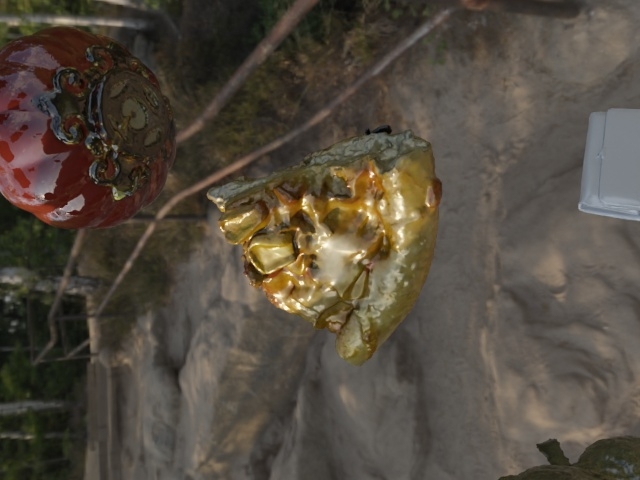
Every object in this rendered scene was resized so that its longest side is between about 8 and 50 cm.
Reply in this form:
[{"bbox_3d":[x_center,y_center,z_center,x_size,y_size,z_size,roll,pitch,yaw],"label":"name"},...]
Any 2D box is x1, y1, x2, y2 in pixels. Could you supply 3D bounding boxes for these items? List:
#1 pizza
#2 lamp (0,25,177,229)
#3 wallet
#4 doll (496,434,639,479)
[{"bbox_3d":[0.000,0.000,0.400,0.062,0.162,0.182,-79,13,-54],"label":"pizza"},{"bbox_3d":[-0.274,-0.123,0.681,0.227,0.227,0.226,177,90,-70],"label":"lamp"},{"bbox_3d":[0.284,-0.076,0.573,0.025,0.061,0.122,67,-143,-53],"label":"wallet"},{"bbox_3d":[0.298,0.220,0.584,0.203,0.286,0.091,6,114,34],"label":"doll"}]
